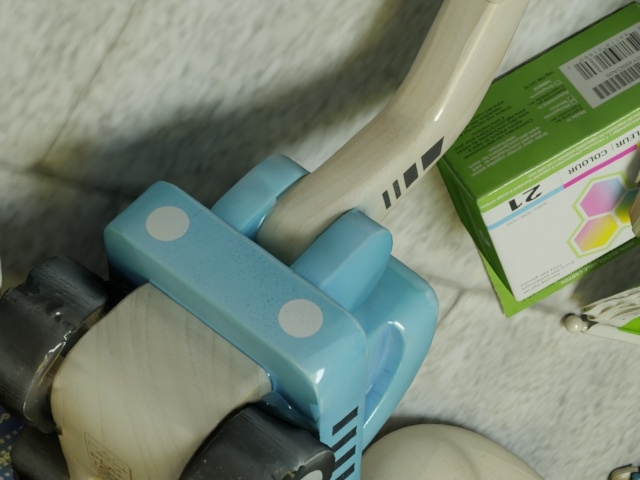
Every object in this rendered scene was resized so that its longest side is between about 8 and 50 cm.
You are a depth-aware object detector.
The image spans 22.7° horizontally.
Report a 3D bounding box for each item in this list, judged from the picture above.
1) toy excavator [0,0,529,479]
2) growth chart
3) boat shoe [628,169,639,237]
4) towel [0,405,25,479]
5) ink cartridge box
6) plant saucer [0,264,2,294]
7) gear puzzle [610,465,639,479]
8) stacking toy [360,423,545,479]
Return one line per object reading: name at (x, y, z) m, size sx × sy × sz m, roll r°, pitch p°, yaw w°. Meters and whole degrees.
toy excavator at (0.000, 0.000, 1.057) m, size 0.445 × 0.222 × 0.433 m, roll -46°, pitch 158°, yaw -27°
growth chart at (0.310, 0.061, 1.313) m, size 0.172 × 0.021 × 0.237 m, roll 11°, pitch 163°, yaw -13°
boat shoe at (0.257, -0.066, 1.114) m, size 0.056 × 0.048 × 0.153 m, roll -11°, pitch 142°, yaw -37°
towel at (-0.242, 0.203, 1.243) m, size 0.243 × 0.040 × 0.336 m, roll -35°, pitch 136°, yaw 7°
ink cartridge box at (0.210, -0.027, 1.222) m, size 0.188 × 0.097 × 0.255 m, roll -30°, pitch 137°, yaw -1°
plant saucer at (-0.394, 0.029, 0.937) m, size 0.400 × 0.100 × 0.400 m, roll -15°, pitch 135°, yaw -15°
gear puzzle at (0.381, 0.364, 1.653) m, size 0.175 × 0.044 × 0.339 m, roll -10°, pitch 121°, yaw -3°
stacking toy at (0.016, 0.412, 1.434) m, size 0.350 × 0.351 × 0.480 m, roll 20°, pitch 134°, yaw -41°
